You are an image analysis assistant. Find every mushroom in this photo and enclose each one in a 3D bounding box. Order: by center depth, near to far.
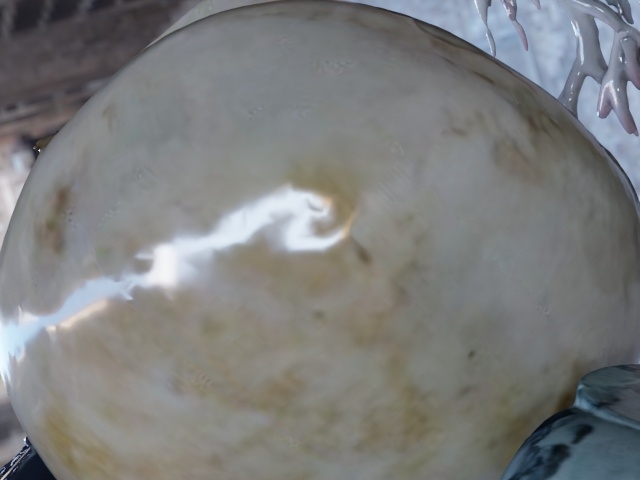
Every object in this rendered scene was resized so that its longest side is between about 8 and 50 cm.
[{"bbox_3d":[0.000,0.000,0.913,0.290,0.297,0.297,-95,-2,-47],"label":"mushroom"}]

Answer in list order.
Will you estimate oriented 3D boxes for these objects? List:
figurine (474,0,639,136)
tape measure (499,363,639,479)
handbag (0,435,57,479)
[{"bbox_3d":[0.199,-0.233,1.214,0.284,0.206,0.316,53,140,-3],"label":"figurine"},{"bbox_3d":[0.128,0.187,0.751,0.275,0.147,0.256,-61,-25,-45],"label":"tape measure"},{"bbox_3d":[-0.118,0.132,1.236,0.118,0.326,0.269,46,-178,-1],"label":"handbag"}]
